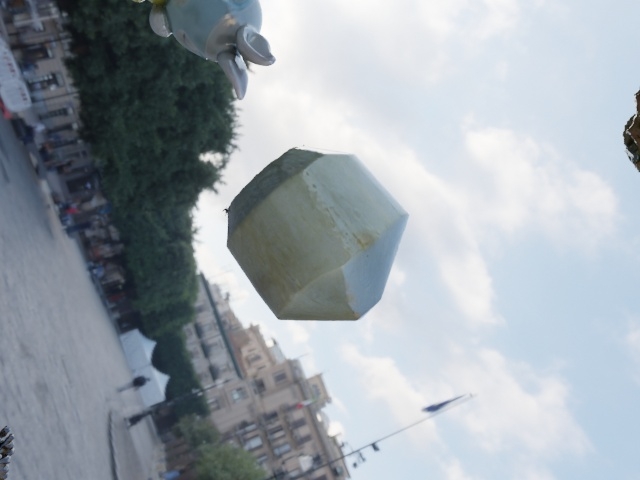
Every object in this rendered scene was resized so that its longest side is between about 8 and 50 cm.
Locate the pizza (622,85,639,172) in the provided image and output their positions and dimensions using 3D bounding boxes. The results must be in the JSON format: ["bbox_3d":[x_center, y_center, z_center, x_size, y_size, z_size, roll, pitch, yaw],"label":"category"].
[{"bbox_3d":[0.387,-0.161,0.673,0.058,0.292,0.197,43,-53,33],"label":"pizza"}]

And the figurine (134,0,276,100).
[{"bbox_3d":[-0.127,-0.261,0.681,0.155,0.127,0.236,46,17,-41],"label":"figurine"}]

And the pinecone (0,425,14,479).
[{"bbox_3d":[-0.577,0.370,1.018,0.179,0.150,0.195,-24,-129,44],"label":"pinecone"}]

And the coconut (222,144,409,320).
[{"bbox_3d":[0.000,0.000,1.101,0.323,0.322,0.323,162,-90,-72],"label":"coconut"}]
